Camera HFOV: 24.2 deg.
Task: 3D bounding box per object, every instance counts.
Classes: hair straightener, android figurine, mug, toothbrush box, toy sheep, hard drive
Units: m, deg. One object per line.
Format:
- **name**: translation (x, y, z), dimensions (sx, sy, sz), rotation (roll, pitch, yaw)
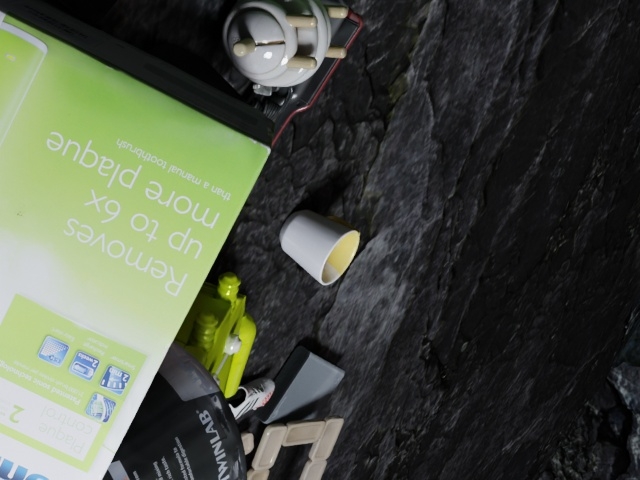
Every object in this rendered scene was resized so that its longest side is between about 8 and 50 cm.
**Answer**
- **hair straightener**: translation (-0.051, -0.116, 1.261), dimensions (0.230, 0.047, 0.089), rotation (-53, 157, 0)
- **android figurine**: translation (-0.121, 0.152, 1.368), dimensions (0.248, 0.056, 0.273), rotation (-61, 170, -57)
- **mug**: translation (-0.003, 0.003, 1.473), dimensions (0.062, 0.064, 0.078), rotation (-60, 158, 4)
- **toothbrush box**: translation (-0.180, 0.012, 0.904), dimensions (0.283, 0.206, 0.122), rotation (-61, -174, 11)
- **toy sheep**: translation (-0.032, -0.161, 1.170), dimensions (0.132, 0.091, 0.091), rotation (-24, 141, -64)
- **hard drive**: translation (-0.023, 0.173, 1.706), dimensions (0.094, 0.022, 0.135), rotation (-56, 157, -2)

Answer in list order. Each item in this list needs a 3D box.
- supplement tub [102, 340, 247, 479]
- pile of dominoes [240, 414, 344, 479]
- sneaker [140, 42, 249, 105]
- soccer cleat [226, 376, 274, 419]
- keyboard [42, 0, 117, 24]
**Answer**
- **supplement tub**: translation (-0.228, 0.209, 1.094), dimensions (0.338, 0.207, 0.207), rotation (-29, 144, -48)
- **pile of dominoes**: translation (-0.094, 0.304, 1.706), dimensions (0.196, 0.040, 0.251), rotation (1, 118, -44)
- **sneaker**: translation (-0.142, -0.064, 1.088), dimensions (0.145, 0.090, 0.270), rotation (-45, 171, 14)
- **soccer cleat**: translation (-0.077, 0.164, 1.578), dimensions (0.083, 0.029, 0.036), rotation (-31, 150, -39)
- **keyboard**: translation (-0.151, -0.258, 0.878), dimensions (0.201, 0.033, 0.317), rotation (-50, 158, 1)
